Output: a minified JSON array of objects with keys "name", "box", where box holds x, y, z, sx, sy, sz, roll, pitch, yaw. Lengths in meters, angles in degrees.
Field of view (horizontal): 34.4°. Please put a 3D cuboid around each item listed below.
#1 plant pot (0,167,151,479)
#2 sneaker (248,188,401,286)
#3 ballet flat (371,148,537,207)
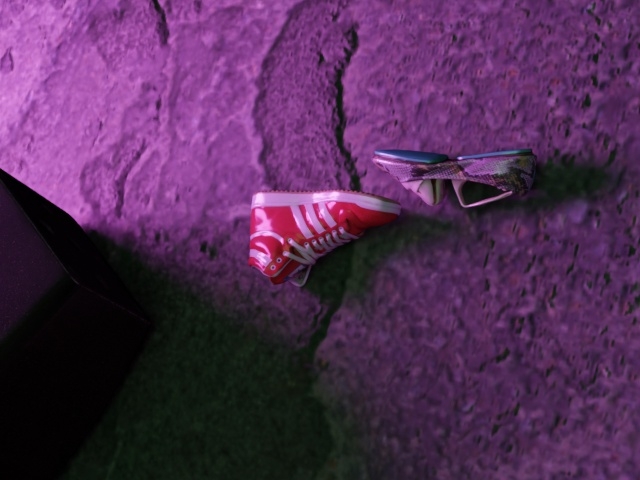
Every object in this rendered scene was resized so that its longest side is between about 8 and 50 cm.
[{"name":"plant pot","box":[-0.240,0.058,0.754,0.167,0.187,0.188,-41,65,1]},{"name":"sneaker","box":[0.000,0.000,0.717,0.118,0.042,0.067,0,77,34]},{"name":"ballet flat","box":[0.086,-0.041,0.687,0.114,0.041,0.041,2,82,27]}]
